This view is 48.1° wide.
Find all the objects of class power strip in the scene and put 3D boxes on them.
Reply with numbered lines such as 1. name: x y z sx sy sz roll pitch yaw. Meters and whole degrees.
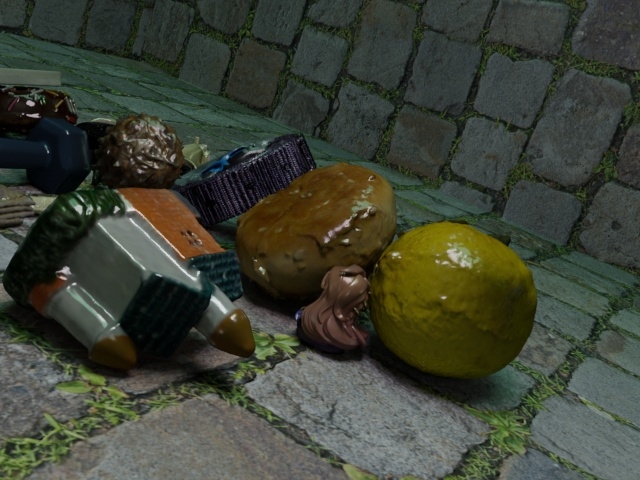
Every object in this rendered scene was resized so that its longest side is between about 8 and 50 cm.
1. power strip: -0.774 -0.400 1.743 0.106 0.043 0.367 8 13 17

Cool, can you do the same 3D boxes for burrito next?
1. burrito: -0.487 -0.064 1.333 0.186 0.041 0.045 0 66 -53

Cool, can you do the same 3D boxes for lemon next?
1. lemon: 0.227 0.105 1.216 0.322 0.268 0.268 22 13 -20

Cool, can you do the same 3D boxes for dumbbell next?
1. dumbbell: -0.594 -0.164 1.347 0.144 0.156 0.316 -6 -1 32

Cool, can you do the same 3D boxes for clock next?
1. clock: -0.433 -0.218 1.810 0.379 0.120 0.276 25 21 20

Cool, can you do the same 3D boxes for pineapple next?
1. pineapple: -0.379 -0.151 1.459 0.175 0.174 0.361 15 -9 -18

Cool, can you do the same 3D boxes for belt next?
1. belt: -0.173 -0.122 1.503 0.325 0.122 0.260 -28 17 -13

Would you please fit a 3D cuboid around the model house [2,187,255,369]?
1. model house: -0.222 0.081 0.969 0.301 0.190 0.271 40 16 15

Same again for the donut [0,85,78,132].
1. donut: -0.724 -0.322 1.739 0.270 0.103 0.269 4 14 -1

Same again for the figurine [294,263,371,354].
1. figurine: 0.030 0.116 1.164 0.126 0.157 0.114 23 36 -5

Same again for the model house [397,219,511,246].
1. model house: 0.296 0.020 1.764 0.239 0.173 0.268 30 15 31

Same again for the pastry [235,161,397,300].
1. pastry: 0.000 0.000 1.330 0.316 0.184 0.285 -36 34 -22

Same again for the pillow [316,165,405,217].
1. pillow: 0.084 -0.127 2.088 0.284 0.138 0.310 26 13 19

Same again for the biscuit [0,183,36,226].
1. biscuit: -0.577 -0.054 1.139 0.108 0.061 0.239 26 17 15
